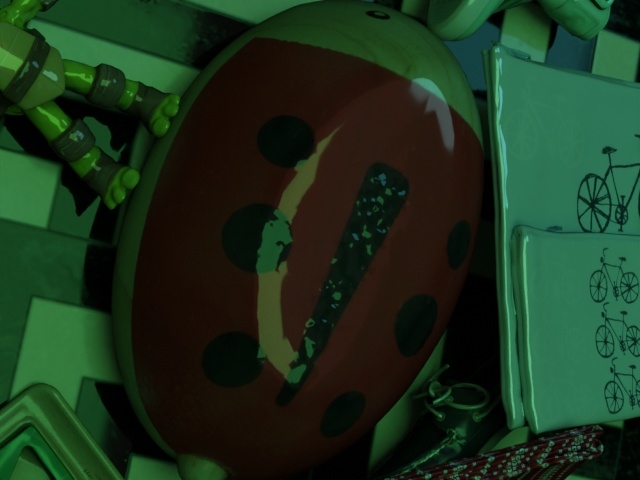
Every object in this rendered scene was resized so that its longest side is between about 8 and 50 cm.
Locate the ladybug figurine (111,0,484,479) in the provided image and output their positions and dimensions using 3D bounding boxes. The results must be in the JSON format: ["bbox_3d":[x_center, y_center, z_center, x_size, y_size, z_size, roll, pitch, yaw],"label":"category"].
[{"bbox_3d":[0.000,0.000,1.094,0.305,0.162,0.449,27,77,-23],"label":"ladybug figurine"}]

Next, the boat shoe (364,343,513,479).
[{"bbox_3d":[0.132,0.152,1.188,0.255,0.095,0.079,-31,101,-21],"label":"boat shoe"}]

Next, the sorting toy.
[{"bbox_3d":[-0.236,0.239,1.032,0.196,0.047,0.347,-39,104,-22],"label":"sorting toy"}]

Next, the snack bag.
[{"bbox_3d":[0.264,-0.002,1.232,0.323,0.037,0.342,3,82,-47],"label":"snack bag"}]

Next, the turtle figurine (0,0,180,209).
[{"bbox_3d":[-0.232,-0.116,1.028,0.217,0.087,0.269,36,65,-25],"label":"turtle figurine"}]

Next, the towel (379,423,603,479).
[{"bbox_3d":[0.092,0.236,1.120,0.275,0.199,0.031,-10,61,-25],"label":"towel"}]

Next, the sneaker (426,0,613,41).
[{"bbox_3d":[0.207,-0.231,1.227,0.151,0.094,0.256,50,56,-16],"label":"sneaker"}]
